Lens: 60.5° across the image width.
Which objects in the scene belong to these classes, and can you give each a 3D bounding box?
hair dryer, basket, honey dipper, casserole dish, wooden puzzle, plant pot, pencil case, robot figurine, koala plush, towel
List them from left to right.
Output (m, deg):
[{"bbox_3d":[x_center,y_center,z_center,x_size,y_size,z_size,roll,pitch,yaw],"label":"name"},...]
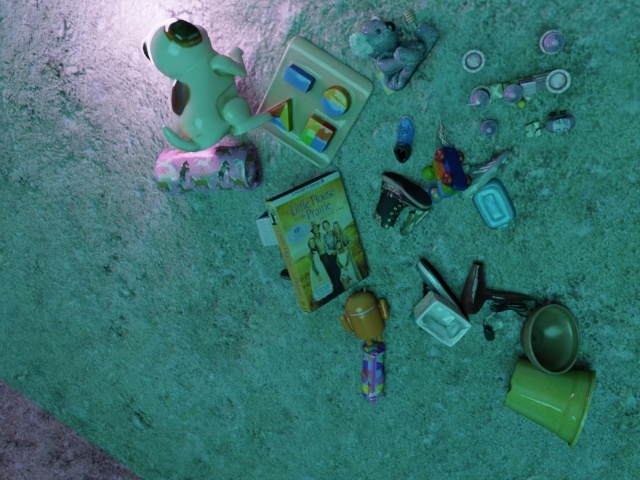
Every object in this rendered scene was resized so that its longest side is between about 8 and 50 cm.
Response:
[{"bbox_3d":[-0.410,-0.258,2.029,0.386,0.160,0.167,-2,140,17],"label":"pencil case"},{"bbox_3d":[-0.038,-0.461,1.872,0.322,0.080,0.347,33,117,2],"label":"wooden puzzle"},{"bbox_3d":[0.171,0.287,2.090,0.158,0.128,0.219,-10,110,36],"label":"robot figurine"},{"bbox_3d":[0.212,0.522,2.188,0.104,0.104,0.236,3,112,16],"label":"pencil case"},{"bbox_3d":[0.207,-0.590,1.686,0.221,0.196,0.203,36,149,1],"label":"koala plush"},{"bbox_3d":[0.226,-0.522,1.804,0.060,0.009,0.083,-28,101,26],"label":"towel"},{"bbox_3d":[0.308,-0.646,1.719,0.030,0.030,0.160,-24,107,24],"label":"honey dipper"},{"bbox_3d":[0.416,0.266,1.894,0.167,0.103,0.113,36,106,-14],"label":"basket"},{"bbox_3d":[0.613,0.198,1.960,0.224,0.080,0.293,-35,104,10],"label":"hair dryer"},{"bbox_3d":[0.581,-0.121,1.844,0.114,0.037,0.188,-25,102,24],"label":"casserole dish"},{"bbox_3d":[0.774,0.339,1.902,0.237,0.237,0.110,56,155,-9],"label":"plant pot"},{"bbox_3d":[0.800,0.547,1.945,0.254,0.276,0.276,17,116,23],"label":"plant pot"}]

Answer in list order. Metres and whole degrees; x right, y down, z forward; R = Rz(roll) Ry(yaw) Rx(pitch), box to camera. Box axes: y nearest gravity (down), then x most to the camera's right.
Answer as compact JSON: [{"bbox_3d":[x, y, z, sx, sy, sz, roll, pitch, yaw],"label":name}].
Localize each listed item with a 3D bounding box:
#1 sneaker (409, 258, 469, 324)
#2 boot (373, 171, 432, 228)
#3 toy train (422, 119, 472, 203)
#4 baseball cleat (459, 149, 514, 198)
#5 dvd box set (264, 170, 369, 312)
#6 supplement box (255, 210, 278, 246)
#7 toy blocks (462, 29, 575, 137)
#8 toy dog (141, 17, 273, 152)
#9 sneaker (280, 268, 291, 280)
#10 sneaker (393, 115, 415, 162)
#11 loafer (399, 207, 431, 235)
[{"bbox_3d":[0.390,0.221,2.001,0.178,0.124,0.295,-34,100,16],"label":"sneaker"},{"bbox_3d":[0.274,-0.110,1.870,0.236,0.085,0.178,45,132,44],"label":"boot"},{"bbox_3d":[0.393,-0.255,1.821,0.143,0.105,0.248,-39,57,51],"label":"toy train"},{"bbox_3d":[0.526,-0.235,1.795,0.206,0.072,0.109,-46,66,11],"label":"baseball cleat"},{"bbox_3d":[0.000,0.000,1.937,0.062,0.308,0.420,4,116,52],"label":"dvd box set"},{"bbox_3d":[-0.111,-0.059,2.042,0.220,0.111,0.113,-10,108,20],"label":"supplement box"},{"bbox_3d":[0.579,-0.425,1.594,0.289,0.260,0.308,-9,108,20],"label":"toy blocks"},{"bbox_3d":[-0.417,-0.516,1.800,0.285,0.395,0.407,2,120,51],"label":"toy dog"},{"bbox_3d":[-0.054,0.082,2.099,0.228,0.087,0.130,-10,106,17],"label":"sneaker"},{"bbox_3d":[0.280,-0.332,1.823,0.058,0.084,0.152,10,114,13],"label":"sneaker"},{"bbox_3d":[0.327,-0.077,1.933,0.050,0.056,0.148,41,107,-1],"label":"loafer"}]
